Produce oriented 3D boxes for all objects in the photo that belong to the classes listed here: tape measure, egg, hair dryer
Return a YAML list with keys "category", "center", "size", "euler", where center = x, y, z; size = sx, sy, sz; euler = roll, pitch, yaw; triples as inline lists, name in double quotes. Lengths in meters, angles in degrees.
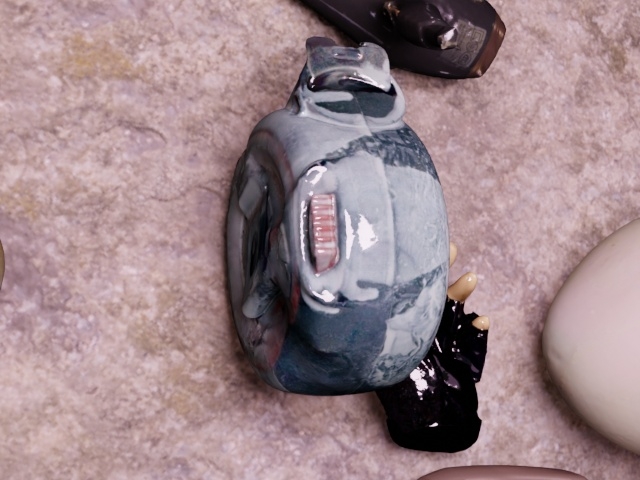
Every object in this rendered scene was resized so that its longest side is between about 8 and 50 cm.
- category: "tape measure"
  center: [0.000, 0.000, 0.826]
  size: [0.147, 0.256, 0.275]
  euler: [0, 61, -21]
- category: "egg"
  center: [0.401, 0.099, 0.971]
  size: [0.345, 0.283, 0.283]
  euler: [-8, 90, -17]
- category: "hair dryer"
  center: [0.051, -0.215, 0.821]
  size: [0.303, 0.359, 0.120]
  euler: [25, 105, -12]

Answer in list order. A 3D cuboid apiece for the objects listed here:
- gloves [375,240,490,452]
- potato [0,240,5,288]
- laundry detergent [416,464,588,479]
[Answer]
- category: "gloves"
  center: [0.106, 0.097, 0.941]
  size: [0.164, 0.124, 0.203]
  euler: [30, 47, -47]
- category: "potato"
  center: [-0.387, 0.082, 0.679]
  size: [0.243, 0.221, 0.326]
  euler: [50, 60, -23]
- category: "laundry detergent"
  center: [0.170, 0.322, 0.971]
  size: [0.237, 0.076, 0.171]
  euler: [4, 85, -22]
